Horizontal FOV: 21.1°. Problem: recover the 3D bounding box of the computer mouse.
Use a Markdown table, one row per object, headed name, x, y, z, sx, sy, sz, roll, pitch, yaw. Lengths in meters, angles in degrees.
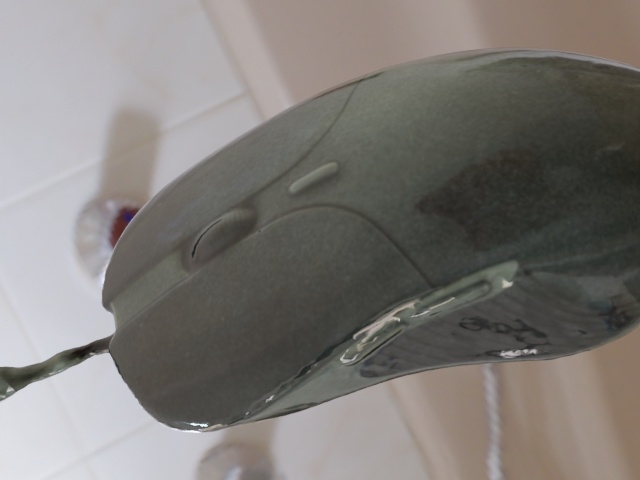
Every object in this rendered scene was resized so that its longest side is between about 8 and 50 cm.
| name | x | y | z | sx | sy | sz | roll | pitch | yaw |
| --- | --- | --- | --- | --- | --- | --- | --- | --- | --- |
| computer mouse | 0.000 | 0.000 | 0.794 | 0.090 | 0.379 | 0.167 | 63 | -173 | -49 |
